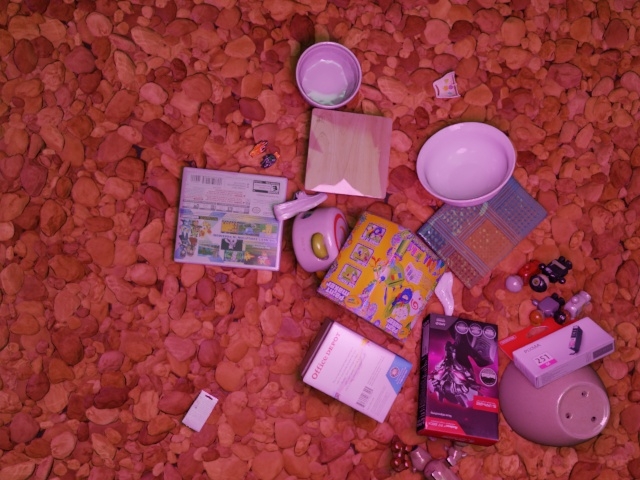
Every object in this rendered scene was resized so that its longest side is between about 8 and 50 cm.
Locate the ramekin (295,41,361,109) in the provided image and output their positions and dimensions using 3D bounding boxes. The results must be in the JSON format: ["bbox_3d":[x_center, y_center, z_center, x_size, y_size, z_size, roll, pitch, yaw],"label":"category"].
[{"bbox_3d":[0.021,-0.511,1.929,0.207,0.109,0.207,0,88,-6],"label":"ramekin"}]

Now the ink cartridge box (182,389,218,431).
[{"bbox_3d":[-0.372,0.526,1.890,0.063,0.029,0.115,32,84,-3],"label":"ink cartridge box"}]

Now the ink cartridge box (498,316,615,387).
[{"bbox_3d":[0.724,0.315,1.906,0.275,0.239,0.060,-24,122,-6],"label":"ink cartridge box"}]

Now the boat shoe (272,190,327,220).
[{"bbox_3d":[-0.065,-0.122,1.915,0.184,0.066,0.063,-24,100,-14],"label":"boat shoe"}]

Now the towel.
[{"bbox_3d":[0.528,-0.057,1.996,0.370,0.040,0.271,-43,92,-6],"label":"towel"}]

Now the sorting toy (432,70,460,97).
[{"bbox_3d":[0.411,-0.503,2.004,0.075,0.045,0.083,-13,90,1],"label":"sorting toy"}]

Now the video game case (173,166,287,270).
[{"bbox_3d":[-0.280,-0.066,1.919,0.329,0.036,0.299,6,87,-6],"label":"video game case"}]

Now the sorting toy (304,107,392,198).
[{"bbox_3d":[0.085,-0.268,1.936,0.256,0.089,0.257,6,87,-6],"label":"sorting toy"}]

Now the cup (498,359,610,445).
[{"bbox_3d":[0.761,0.502,1.902,0.331,0.237,0.331,0,88,-6],"label":"cup"}]

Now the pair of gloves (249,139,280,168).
[{"bbox_3d":[-0.178,-0.275,1.949,0.074,0.010,0.083,-43,95,-7],"label":"pair of gloves"}]

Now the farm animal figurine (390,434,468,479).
[{"bbox_3d":[0.370,0.691,1.885,0.330,0.172,0.326,-16,68,-17],"label":"farm animal figurine"}]

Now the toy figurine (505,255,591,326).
[{"bbox_3d":[0.713,0.167,1.923,0.148,0.213,0.209,-33,96,-18],"label":"toy figurine"}]

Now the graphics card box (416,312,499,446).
[{"bbox_3d":[0.425,0.423,1.877,0.233,0.094,0.370,11,62,-4],"label":"graphics card box"}]

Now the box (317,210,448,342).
[{"bbox_3d":[0.192,0.113,1.814,0.177,0.290,0.279,26,83,41],"label":"box"}]

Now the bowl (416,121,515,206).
[{"bbox_3d":[0.461,-0.215,1.922,0.298,0.134,0.297,-9,59,15],"label":"bowl"}]

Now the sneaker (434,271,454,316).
[{"bbox_3d":[0.399,0.178,1.973,0.061,0.053,0.152,-2,80,-1],"label":"sneaker"}]

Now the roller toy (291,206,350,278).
[{"bbox_3d":[0.000,0.000,1.859,0.146,0.209,0.191,-9,58,20],"label":"roller toy"}]

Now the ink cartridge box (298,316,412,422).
[{"bbox_3d":[0.099,0.386,1.858,0.270,0.197,0.198,29,86,-4],"label":"ink cartridge box"}]
